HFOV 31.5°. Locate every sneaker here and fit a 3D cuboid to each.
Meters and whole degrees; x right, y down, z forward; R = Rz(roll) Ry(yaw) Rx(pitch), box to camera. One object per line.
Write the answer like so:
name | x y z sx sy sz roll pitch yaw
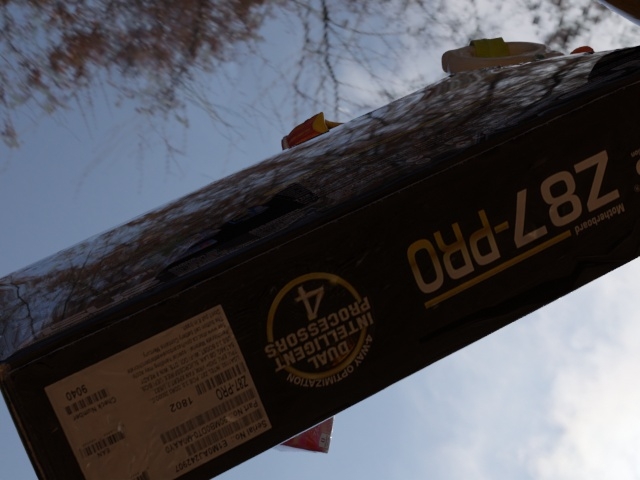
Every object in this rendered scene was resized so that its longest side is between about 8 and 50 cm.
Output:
sneaker | 0.036 -0.078 1.102 0.067 0.064 0.175 -30 -23 27

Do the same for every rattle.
rattle | 0.232 -0.164 1.318 0.130 0.200 0.142 0 -76 -40

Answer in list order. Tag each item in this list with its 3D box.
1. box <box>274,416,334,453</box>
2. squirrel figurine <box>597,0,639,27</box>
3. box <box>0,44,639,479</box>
box | -0.052 0.100 1.270 0.128 0.123 0.257 28 -114 -48
squirrel figurine | 0.349 -0.157 0.684 0.281 0.370 0.397 -32 -58 -5
box | 0.000 0.000 0.654 0.395 0.318 0.097 -26 -76 -18
